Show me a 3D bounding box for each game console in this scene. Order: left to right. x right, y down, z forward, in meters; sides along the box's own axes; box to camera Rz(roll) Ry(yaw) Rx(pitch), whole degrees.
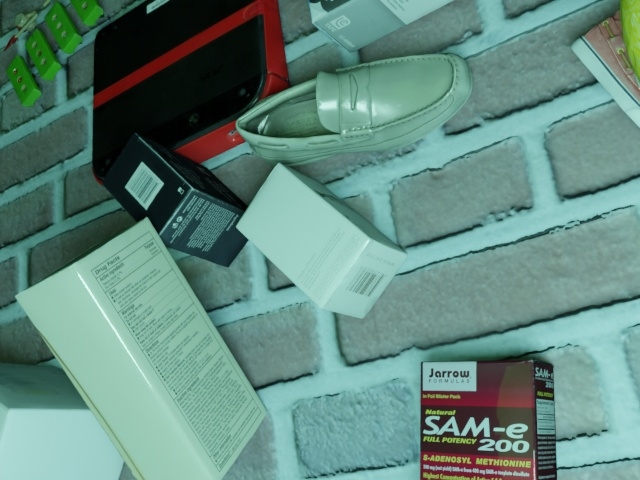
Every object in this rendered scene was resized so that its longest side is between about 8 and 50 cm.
[{"bbox_3d":[-0.224,-0.274,1.195,0.387,0.060,0.342,-20,62,28],"label":"game console"}]

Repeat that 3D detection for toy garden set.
[{"bbox_3d":[-0.518,-0.406,1.425,0.244,0.049,0.204,-45,60,18],"label":"toy garden set"}]

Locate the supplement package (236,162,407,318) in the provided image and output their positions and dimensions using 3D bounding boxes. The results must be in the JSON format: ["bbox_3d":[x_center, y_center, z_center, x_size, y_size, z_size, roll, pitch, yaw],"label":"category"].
[{"bbox_3d":[0.000,0.000,0.935,0.179,0.105,0.105,41,102,33],"label":"supplement package"}]

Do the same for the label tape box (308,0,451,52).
[{"bbox_3d":[0.136,-0.436,0.949,0.348,0.115,0.249,-21,67,30],"label":"label tape box"}]

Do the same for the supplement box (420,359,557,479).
[{"bbox_3d":[0.175,0.247,0.775,0.130,0.073,0.239,-7,73,33],"label":"supplement box"}]

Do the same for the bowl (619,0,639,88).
[{"bbox_3d":[0.382,-0.187,0.673,0.156,0.290,0.289,136,137,-71],"label":"bowl"}]

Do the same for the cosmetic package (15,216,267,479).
[{"bbox_3d":[-0.211,0.147,0.918,0.113,0.160,0.309,-25,100,28],"label":"cosmetic package"}]

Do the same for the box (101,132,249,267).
[{"bbox_3d":[-0.194,-0.054,1.046,0.156,0.158,0.093,42,100,34],"label":"box"}]

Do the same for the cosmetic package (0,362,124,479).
[{"bbox_3d":[-0.436,0.274,1.087,0.225,0.224,0.138,17,88,36],"label":"cosmetic package"}]

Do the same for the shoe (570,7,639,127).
[{"bbox_3d":[0.342,-0.174,0.772,0.081,0.063,0.178,-42,54,24],"label":"shoe"}]

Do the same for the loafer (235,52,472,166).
[{"bbox_3d":[0.035,-0.168,0.949,0.319,0.111,0.112,-16,70,30],"label":"loafer"}]
